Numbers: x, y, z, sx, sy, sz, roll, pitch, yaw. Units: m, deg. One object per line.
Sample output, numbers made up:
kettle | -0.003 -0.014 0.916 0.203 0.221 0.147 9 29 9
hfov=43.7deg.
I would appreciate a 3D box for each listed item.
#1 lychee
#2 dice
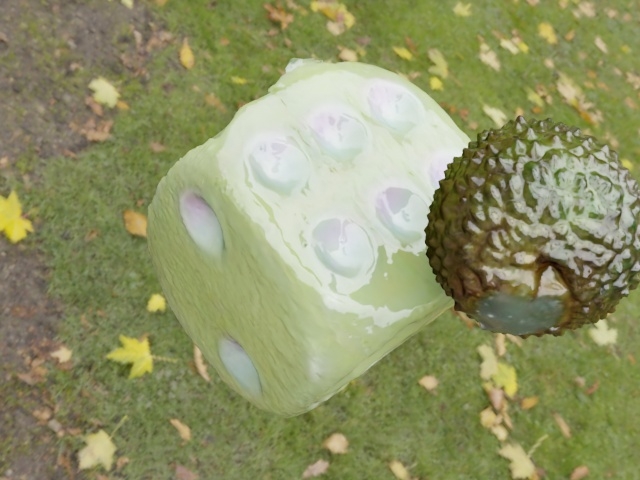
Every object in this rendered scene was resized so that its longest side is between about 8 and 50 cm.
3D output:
lychee | 0.151 -0.016 0.572 0.171 0.171 0.171 30 34 -22
dice | 0.000 0.000 0.760 0.252 0.249 0.254 -33 78 -34
